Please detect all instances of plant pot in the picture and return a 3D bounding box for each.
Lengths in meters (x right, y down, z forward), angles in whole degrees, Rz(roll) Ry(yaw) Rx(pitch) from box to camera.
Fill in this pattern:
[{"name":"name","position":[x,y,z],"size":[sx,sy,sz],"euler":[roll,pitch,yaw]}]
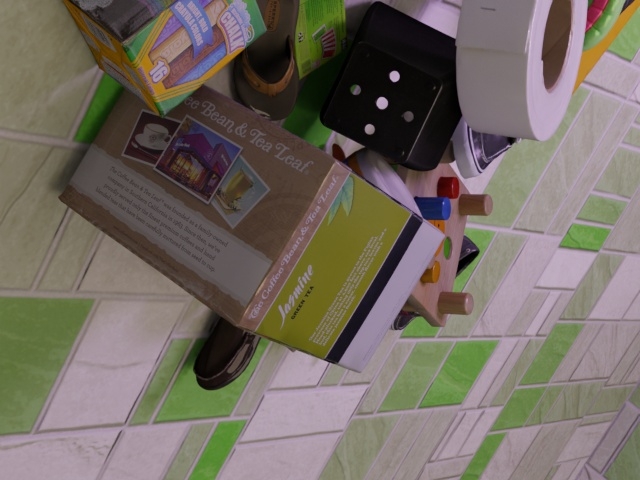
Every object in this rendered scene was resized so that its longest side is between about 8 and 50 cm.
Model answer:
[{"name":"plant pot","position":[0.100,-0.200,1.649],"size":[0.188,0.187,0.167],"euler":[-65,173,21]}]

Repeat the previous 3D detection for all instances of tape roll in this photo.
[{"name":"tape roll","position":[0.276,-0.279,1.625],"size":[0.286,0.100,0.286],"euler":[-40,136,-54]}]

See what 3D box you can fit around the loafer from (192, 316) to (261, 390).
[{"name":"loafer","position":[-0.132,0.129,1.854],"size":[0.220,0.080,0.078],"euler":[-56,139,-3]}]

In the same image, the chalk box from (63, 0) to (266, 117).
[{"name":"chalk box","position":[-0.157,-0.272,1.353],"size":[0.213,0.132,0.132],"euler":[-41,147,-14]}]

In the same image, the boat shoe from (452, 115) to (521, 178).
[{"name":"boat shoe","position":[0.290,-0.200,1.898],"size":[0.306,0.105,0.113],"euler":[-53,130,-53]}]

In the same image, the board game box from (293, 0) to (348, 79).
[{"name":"board game box","position":[-0.015,-0.310,1.579],"size":[0.092,0.043,0.181],"euler":[-37,146,-24]}]

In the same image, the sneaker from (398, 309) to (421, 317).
[{"name":"sneaker","position":[0.108,0.077,2.073],"size":[0.299,0.112,0.121],"euler":[29,55,-48]}]

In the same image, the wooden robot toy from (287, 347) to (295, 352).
[{"name":"wooden robot toy","position":[-0.033,0.128,1.965],"size":[0.076,0.079,0.173],"euler":[-25,139,-36]}]

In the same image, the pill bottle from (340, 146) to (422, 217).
[{"name":"pill bottle","position":[0.000,0.000,1.724],"size":[0.272,0.152,0.152],"euler":[-35,152,15]}]

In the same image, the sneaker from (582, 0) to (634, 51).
[{"name":"sneaker","position":[0.481,-0.510,1.824],"size":[0.483,0.185,0.202],"euler":[-52,178,23]}]

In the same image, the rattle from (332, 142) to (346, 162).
[{"name":"rattle","position":[0.019,-0.043,1.870],"size":[0.143,0.130,0.199],"euler":[16,83,-67]}]

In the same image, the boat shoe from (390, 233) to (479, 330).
[{"name":"boat shoe","position":[0.212,0.086,2.236],"size":[0.228,0.076,0.080],"euler":[-49,148,-5]}]

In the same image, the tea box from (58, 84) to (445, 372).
[{"name":"tea box","position":[-0.079,-0.029,1.496],"size":[0.220,0.329,0.323],"euler":[-59,147,1]}]

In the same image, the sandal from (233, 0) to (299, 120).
[{"name":"sandal","position":[-0.062,-0.235,1.542],"size":[0.090,0.060,0.219],"euler":[0,137,-12]}]

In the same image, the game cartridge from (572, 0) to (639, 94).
[{"name":"game cartridge","position":[0.433,-0.406,2.056],"size":[0.285,0.053,0.324],"euler":[-53,146,2]}]

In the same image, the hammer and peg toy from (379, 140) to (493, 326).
[{"name":"hammer and peg toy","position":[0.179,-0.071,1.949],"size":[0.266,0.127,0.361],"euler":[44,54,-53]}]
